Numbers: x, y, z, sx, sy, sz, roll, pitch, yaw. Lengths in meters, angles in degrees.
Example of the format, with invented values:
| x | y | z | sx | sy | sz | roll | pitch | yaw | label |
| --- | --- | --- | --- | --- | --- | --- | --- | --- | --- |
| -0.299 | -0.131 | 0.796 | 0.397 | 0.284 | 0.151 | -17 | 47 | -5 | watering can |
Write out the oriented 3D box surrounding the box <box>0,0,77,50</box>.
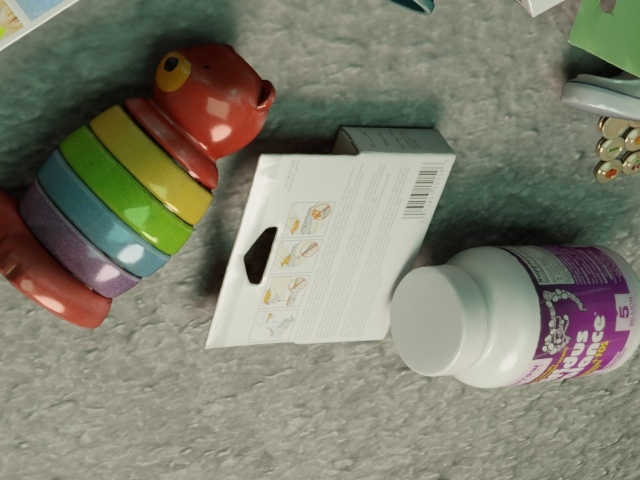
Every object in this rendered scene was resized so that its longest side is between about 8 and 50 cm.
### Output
| x | y | z | sx | sy | sz | roll | pitch | yaw | label |
| --- | --- | --- | --- | --- | --- | --- | --- | --- | --- |
| -0.318 | -0.207 | 1.038 | 0.203 | 0.103 | 0.114 | -33 | 135 | 1 | box |

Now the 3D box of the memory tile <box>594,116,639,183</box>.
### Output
| x | y | z | sx | sy | sz | roll | pitch | yaw | label |
| --- | --- | --- | --- | --- | --- | --- | --- | --- | --- |
| 0.405 | -0.130 | 1.554 | 0.148 | 0.012 | 0.113 | -18 | 133 | -13 | memory tile |

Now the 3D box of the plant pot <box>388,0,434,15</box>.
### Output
| x | y | z | sx | sy | sz | roll | pitch | yaw | label |
| --- | --- | --- | --- | --- | --- | --- | --- | --- | --- |
| 0.028 | -0.357 | 1.004 | 0.272 | 0.272 | 0.255 | 22 | 99 | -39 | plant pot |

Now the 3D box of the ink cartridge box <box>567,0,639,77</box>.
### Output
| x | y | z | sx | sy | sz | roll | pitch | yaw | label |
| --- | --- | --- | --- | --- | --- | --- | --- | --- | --- |
| 0.390 | -0.248 | 1.362 | 0.235 | 0.056 | 0.171 | 18 | 91 | -35 | ink cartridge box |

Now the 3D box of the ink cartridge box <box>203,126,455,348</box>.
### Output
| x | y | z | sx | sy | sz | roll | pitch | yaw | label |
| --- | --- | --- | --- | --- | --- | --- | --- | --- | --- |
| 0.000 | 0.000 | 1.418 | 0.239 | 0.060 | 0.275 | 0 | 128 | -27 | ink cartridge box |

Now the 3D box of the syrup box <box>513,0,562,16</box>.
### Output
| x | y | z | sx | sy | sz | roll | pitch | yaw | label |
| --- | --- | --- | --- | --- | --- | --- | --- | --- | --- |
| 0.197 | -0.341 | 1.205 | 0.093 | 0.096 | 0.237 | -29 | 134 | -3 | syrup box |

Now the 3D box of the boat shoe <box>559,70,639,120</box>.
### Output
| x | y | z | sx | sy | sz | roll | pitch | yaw | label |
| --- | --- | --- | --- | --- | --- | --- | --- | --- | --- |
| 0.386 | -0.178 | 1.463 | 0.258 | 0.095 | 0.084 | 3 | 98 | -32 | boat shoe |

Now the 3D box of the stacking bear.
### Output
| x | y | z | sx | sy | sz | roll | pitch | yaw | label |
| --- | --- | --- | --- | --- | --- | --- | --- | --- | --- |
| -0.170 | -0.069 | 1.208 | 0.289 | 0.175 | 0.164 | -45 | 132 | 2 | stacking bear |

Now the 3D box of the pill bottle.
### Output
| x | y | z | sx | sy | sz | roll | pitch | yaw | label |
| --- | --- | --- | --- | --- | --- | --- | --- | --- | --- |
| 0.235 | 0.090 | 1.514 | 0.302 | 0.169 | 0.169 | -2 | 128 | -38 | pill bottle |
